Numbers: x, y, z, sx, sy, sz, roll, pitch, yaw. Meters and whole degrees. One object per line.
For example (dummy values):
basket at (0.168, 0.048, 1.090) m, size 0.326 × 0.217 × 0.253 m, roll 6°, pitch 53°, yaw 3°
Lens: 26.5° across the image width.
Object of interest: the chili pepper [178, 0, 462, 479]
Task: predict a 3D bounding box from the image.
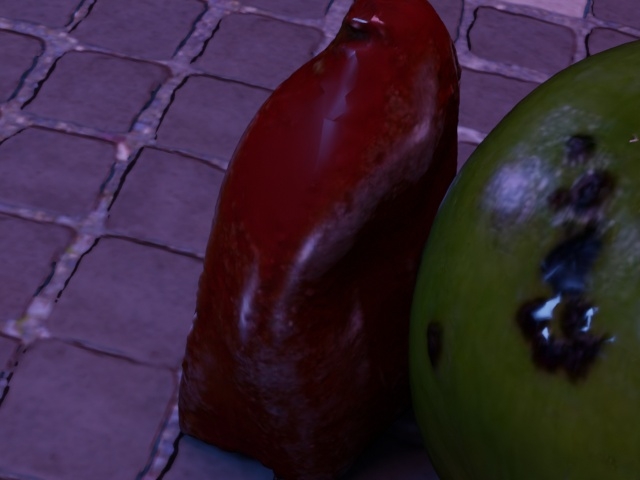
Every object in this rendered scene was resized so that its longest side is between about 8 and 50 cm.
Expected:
chili pepper at (0.000, 0.000, 0.591) m, size 0.144 × 0.252 × 0.136 m, roll -9°, pitch 54°, yaw -7°

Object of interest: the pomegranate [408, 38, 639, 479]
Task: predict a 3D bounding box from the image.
pomegranate at (0.137, 0.069, 0.519) m, size 0.323 × 0.291 × 0.291 m, roll -20°, pitch 49°, yaw -21°
